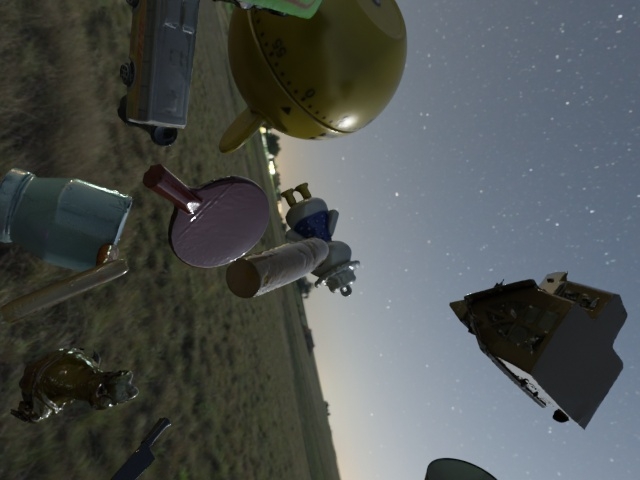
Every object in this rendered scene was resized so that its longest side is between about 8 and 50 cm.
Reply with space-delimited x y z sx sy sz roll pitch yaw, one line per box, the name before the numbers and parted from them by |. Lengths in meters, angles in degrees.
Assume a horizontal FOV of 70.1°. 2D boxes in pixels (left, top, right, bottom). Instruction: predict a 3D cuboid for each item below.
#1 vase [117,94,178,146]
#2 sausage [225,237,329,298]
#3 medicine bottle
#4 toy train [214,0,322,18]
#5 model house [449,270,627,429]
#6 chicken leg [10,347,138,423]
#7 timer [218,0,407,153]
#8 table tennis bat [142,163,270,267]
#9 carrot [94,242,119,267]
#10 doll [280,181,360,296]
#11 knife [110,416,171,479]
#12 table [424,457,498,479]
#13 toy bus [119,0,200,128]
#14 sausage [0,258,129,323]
vase | -0.505 -0.351 1.344 0.237 0.116 0.115 39 -31 40
sausage | -0.049 0.035 0.728 0.301 0.066 0.065 -22 101 -69
medicine bottle | -0.685 -0.054 1.214 0.245 0.290 0.244 -50 -151 41
toy train | -0.039 -0.328 0.381 0.248 0.174 0.307 -59 176 27
model house | 0.288 0.117 0.678 0.181 0.176 0.248 42 -8 -28
chicken leg | -0.590 0.337 1.049 0.361 0.211 0.140 0 -55 47
timer | -0.033 -0.348 0.901 0.376 0.387 0.375 24 55 -39
table tennis bat | -0.265 -0.058 1.093 0.051 0.268 0.415 45 0 30
carrot | -0.478 0.048 1.010 0.191 0.047 0.047 -136 -147 -66
doll | 0.000 0.000 1.068 0.293 0.138 0.119 62 -9 14
knife | -0.428 0.520 1.091 0.059 0.028 0.230 63 24 -11
table | 0.200 0.471 0.703 0.126 0.127 0.219 -126 -134 -79
toy bus | -0.256 -0.320 0.738 0.106 0.092 0.267 22 -72 40
sausage | -0.282 0.054 0.511 0.024 0.133 0.024 48 -27 34
